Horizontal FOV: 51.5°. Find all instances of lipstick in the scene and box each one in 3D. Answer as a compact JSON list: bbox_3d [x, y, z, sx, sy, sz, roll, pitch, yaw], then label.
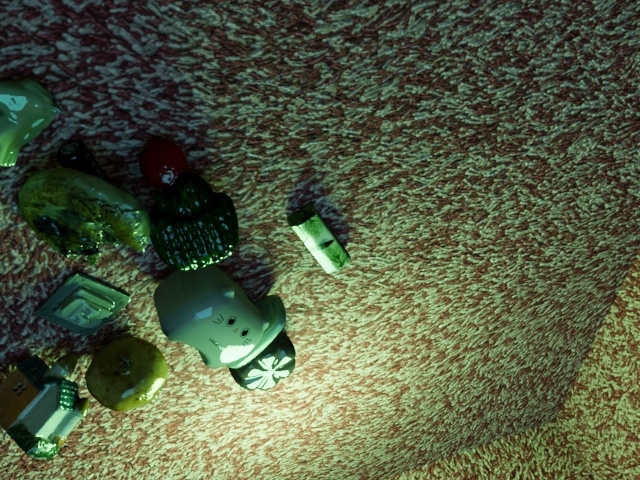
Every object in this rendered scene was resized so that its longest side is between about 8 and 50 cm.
[{"bbox_3d":[-0.557,-0.120,1.662,0.081,0.081,0.300,-23,137,-4],"label":"lipstick"}]

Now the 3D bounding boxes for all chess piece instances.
[{"bbox_3d":[-0.716,-0.235,1.441,0.298,0.176,0.176,-50,134,4],"label":"chess piece"}]

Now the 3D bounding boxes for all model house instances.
[{"bbox_3d":[-0.824,0.466,2.011,0.301,0.271,0.190,-49,160,-8],"label":"model house"}]

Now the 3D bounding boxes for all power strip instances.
[{"bbox_3d":[-0.683,0.203,1.923,0.198,0.064,0.213,-43,135,13],"label":"power strip"}]

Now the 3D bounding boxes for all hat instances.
[{"bbox_3d":[-0.344,-0.104,1.701,0.242,0.274,0.332,-24,110,-19],"label":"hat"}]

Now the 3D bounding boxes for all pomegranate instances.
[{"bbox_3d":[-0.598,0.411,2.051,0.248,0.248,0.248,-14,136,-14],"label":"pomegranate"}]

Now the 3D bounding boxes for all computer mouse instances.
[{"bbox_3d":[-0.215,0.308,2.190,0.288,0.159,0.097,-38,131,12],"label":"computer mouse"}]

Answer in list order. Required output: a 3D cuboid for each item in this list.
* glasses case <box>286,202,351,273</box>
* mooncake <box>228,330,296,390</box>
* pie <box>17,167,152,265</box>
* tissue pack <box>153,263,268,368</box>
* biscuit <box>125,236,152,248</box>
[{"bbox_3d":[0.000,0.000,2.074,0.095,0.062,0.272,-33,137,5],"label":"glasses case"},{"bbox_3d":[-0.205,0.421,2.334,0.245,0.133,0.245,-20,137,-20],"label":"mooncake"},{"bbox_3d":[-0.585,-0.059,1.622,0.371,0.078,0.296,-14,130,35],"label":"pie"},{"bbox_3d":[-0.320,0.216,1.996,0.236,0.229,0.333,-32,138,6],"label":"tissue pack"},{"bbox_3d":[-0.406,-0.012,1.885,0.292,0.026,0.048,-6,114,-23],"label":"biscuit"}]
